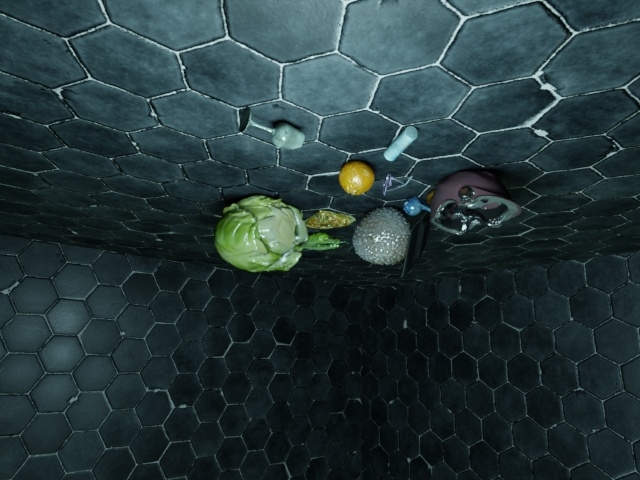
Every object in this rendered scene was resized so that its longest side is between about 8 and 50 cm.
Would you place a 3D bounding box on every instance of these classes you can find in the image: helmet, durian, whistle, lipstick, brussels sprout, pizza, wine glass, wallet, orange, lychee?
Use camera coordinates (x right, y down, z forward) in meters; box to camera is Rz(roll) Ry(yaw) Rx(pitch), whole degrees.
[{"bbox_3d":[0.581,-0.164,1.599,0.270,0.197,0.338,23,149,-36],"label":"helmet"},{"bbox_3d":[0.002,0.007,2.463,0.374,0.107,0.132,-9,159,38],"label":"durian"},{"bbox_3d":[0.428,-0.150,1.880,0.090,0.091,0.157,-13,160,43],"label":"whistle"},{"bbox_3d":[0.261,-0.315,1.361,0.048,0.048,0.158,6,164,-15],"label":"lipstick"},{"bbox_3d":[-0.303,-0.023,1.956,0.360,0.343,0.425,-6,161,36],"label":"brussels sprout"},{"bbox_3d":[0.033,-0.102,2.152,0.291,0.058,0.197,-3,163,16],"label":"pizza"},{"bbox_3d":[-0.146,-0.336,1.278,0.195,0.079,0.079,13,161,-33],"label":"wine glass"},{"bbox_3d":[0.452,0.002,1.924,0.041,0.247,0.323,19,-148,27],"label":"wallet"},{"bbox_3d":[0.136,-0.231,1.557,0.135,0.118,0.135,-2,171,0],"label":"orange"},{"bbox_3d":[0.297,-0.021,1.988,0.299,0.300,0.300,2,165,0],"label":"lychee"}]

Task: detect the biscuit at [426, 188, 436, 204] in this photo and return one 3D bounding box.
[{"bbox_3d":[0.569,-0.187,1.814,0.211,0.036,0.212,1,165,0],"label":"biscuit"}]

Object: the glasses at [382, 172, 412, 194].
[{"bbox_3d":[0.311,-0.225,1.662,0.103,0.063,0.140,2,166,-6],"label":"glasses"}]
